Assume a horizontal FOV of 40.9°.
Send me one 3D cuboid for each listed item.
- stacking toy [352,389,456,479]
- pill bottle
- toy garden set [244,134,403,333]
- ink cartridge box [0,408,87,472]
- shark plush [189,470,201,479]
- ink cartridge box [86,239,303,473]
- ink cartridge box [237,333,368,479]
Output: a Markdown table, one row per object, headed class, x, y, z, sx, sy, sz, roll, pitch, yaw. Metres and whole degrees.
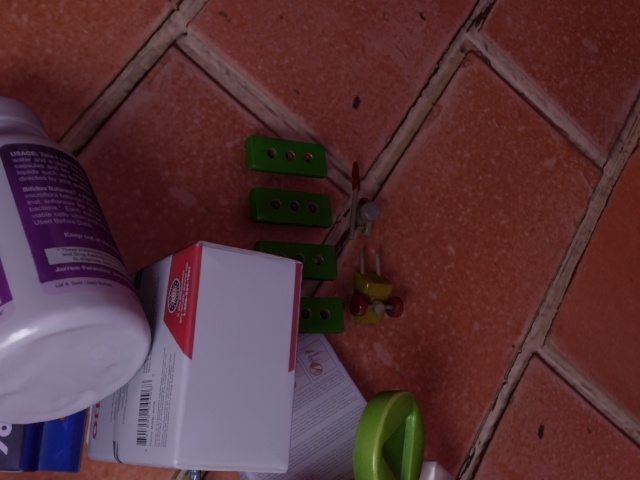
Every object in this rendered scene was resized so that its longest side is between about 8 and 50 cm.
| class | x | y | z | sx | sy | sz | roll | pitch | yaw |
| --- | --- | --- | --- | --- | --- | --- | --- | --- | --- |
| stacking toy | 0.031 | 0.324 | 0.962 | 0.309 | 0.130 | 0.280 | 61 | 41 | -41 |
| pill bottle | -0.286 | 0.006 | 0.819 | 0.169 | 0.169 | 0.302 | -10 | 54 | -29 |
| toy garden set | 0.000 | 0.000 | 1.091 | 0.203 | 0.049 | 0.245 | 4 | 72 | -32 |
| ink cartridge box | -0.387 | 0.140 | 0.848 | 0.332 | 0.065 | 0.166 | 10 | 74 | -27 |
| shark plush | -0.134 | 0.327 | 0.921 | 0.073 | 0.067 | 0.161 | 20 | 84 | -26 |
| ink cartridge box | -0.135 | 0.127 | 0.864 | 0.114 | 0.272 | 0.197 | 12 | 74 | -29 |
| ink cartridge box | -0.031 | 0.222 | 1.036 | 0.181 | 0.056 | 0.225 | -26 | 73 | -30 |
